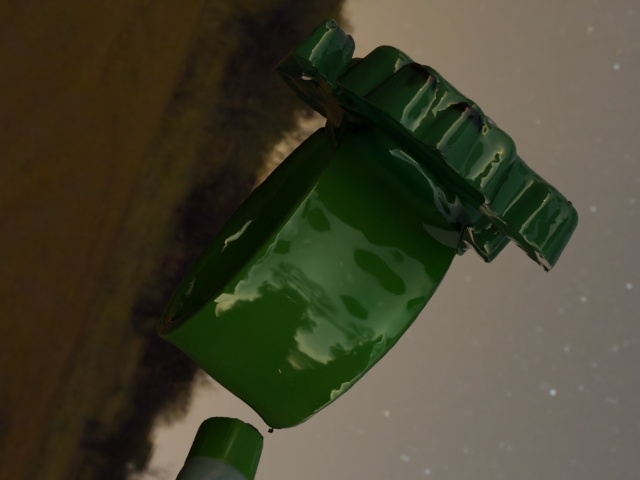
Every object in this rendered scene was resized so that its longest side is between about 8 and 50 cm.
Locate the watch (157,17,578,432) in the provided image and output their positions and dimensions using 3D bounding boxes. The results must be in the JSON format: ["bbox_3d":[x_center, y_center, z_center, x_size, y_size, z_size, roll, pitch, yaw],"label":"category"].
[{"bbox_3d":[0.000,0.000,0.521,0.152,0.131,0.165,-47,-167,-1],"label":"watch"}]

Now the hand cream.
[{"bbox_3d":[-0.098,0.240,0.816,0.050,0.079,0.275,-42,-157,47],"label":"hand cream"}]
